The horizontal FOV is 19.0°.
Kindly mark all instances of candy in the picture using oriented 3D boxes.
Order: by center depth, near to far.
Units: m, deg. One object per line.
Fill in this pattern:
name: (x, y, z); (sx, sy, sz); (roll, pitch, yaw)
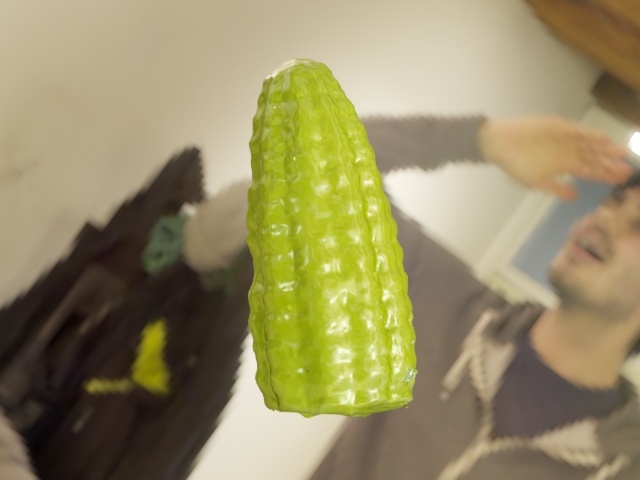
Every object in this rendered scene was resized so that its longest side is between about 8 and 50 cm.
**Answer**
candy: (0.000, 0.000, 1.091); (0.097, 0.209, 0.097); (-7, -1, 0)
